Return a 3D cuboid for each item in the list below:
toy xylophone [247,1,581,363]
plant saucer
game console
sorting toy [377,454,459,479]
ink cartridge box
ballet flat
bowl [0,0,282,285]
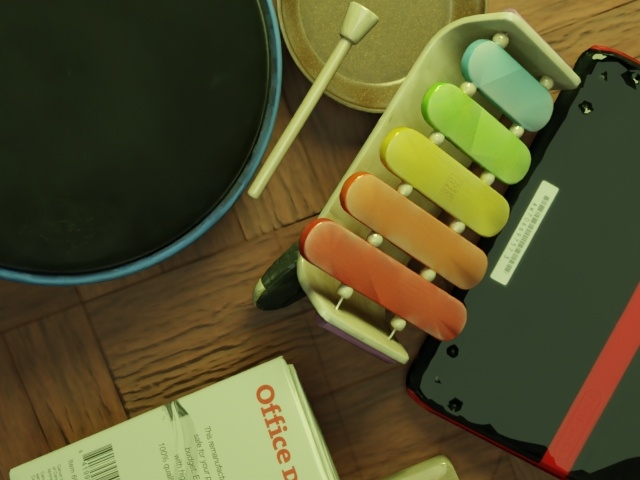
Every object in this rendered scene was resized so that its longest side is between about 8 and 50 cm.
[{"bbox_3d":[0.076,-0.060,0.927,0.236,0.081,0.323,22,95,-36],"label":"toy xylophone"},{"bbox_3d":[0.054,-0.215,0.966,0.198,0.036,0.199,-2,98,-15],"label":"plant saucer"},{"bbox_3d":[0.313,0.057,1.010,0.341,0.060,0.387,28,93,2],"label":"game console"},{"bbox_3d":[0.056,0.377,1.010,0.257,0.089,0.256,-23,95,1],"label":"sorting toy"},{"bbox_3d":[-0.111,0.253,0.941,0.272,0.114,0.197,-23,60,1],"label":"ink cartridge box"},{"bbox_3d":[0.000,0.000,1.002,0.173,0.057,0.049,-45,55,2],"label":"ballet flat"},{"bbox_3d":[-0.215,-0.145,0.891,0.391,0.077,0.391,-6,107,-20],"label":"bowl"}]
